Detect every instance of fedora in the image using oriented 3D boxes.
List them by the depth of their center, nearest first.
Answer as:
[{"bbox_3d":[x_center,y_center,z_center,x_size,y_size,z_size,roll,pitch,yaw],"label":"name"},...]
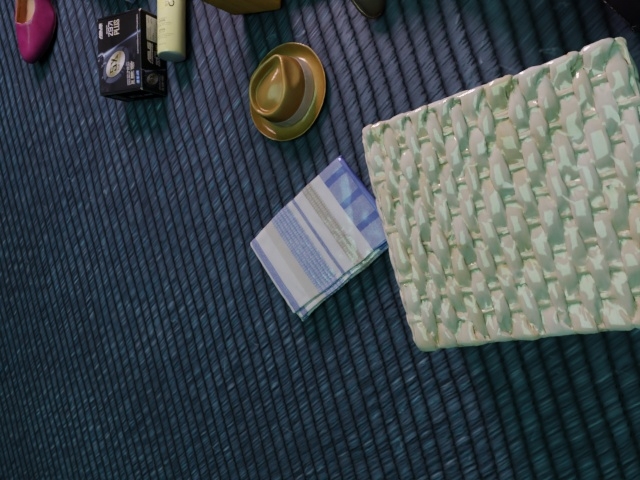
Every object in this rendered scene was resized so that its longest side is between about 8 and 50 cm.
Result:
[{"bbox_3d":[-0.083,-0.299,0.868,0.194,0.079,0.194,2,95,26],"label":"fedora"}]

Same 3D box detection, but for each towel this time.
[{"bbox_3d":[0.000,0.000,0.879,0.285,0.034,0.209,-42,73,22],"label":"towel"}]

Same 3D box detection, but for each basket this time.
[{"bbox_3d":[0.265,-0.037,0.613,0.328,0.266,0.331,-14,90,26],"label":"basket"}]

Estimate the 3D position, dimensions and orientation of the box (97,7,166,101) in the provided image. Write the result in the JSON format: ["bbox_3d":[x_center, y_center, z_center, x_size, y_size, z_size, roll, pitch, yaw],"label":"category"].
[{"bbox_3d":[-0.447,-0.434,1.042,0.147,0.077,0.180,4,97,27],"label":"box"}]

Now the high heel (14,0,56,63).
[{"bbox_3d":[-0.800,-0.671,1.143,0.127,0.181,0.377,16,101,25],"label":"high heel"}]

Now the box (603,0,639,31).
[{"bbox_3d":[0.379,-0.457,0.469,0.179,0.312,0.343,-7,92,46],"label":"box"}]

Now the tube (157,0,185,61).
[{"bbox_3d":[-0.339,-0.533,0.992,0.070,0.062,0.240,1,90,-14],"label":"tube"}]

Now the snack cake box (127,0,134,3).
[{"bbox_3d":[-0.527,-0.715,1.053,0.264,0.089,0.152,43,113,17],"label":"snack cake box"}]

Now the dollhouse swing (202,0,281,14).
[{"bbox_3d":[-0.116,-0.633,0.756,0.304,0.315,0.347,4,96,37],"label":"dollhouse swing"}]

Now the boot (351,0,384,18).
[{"bbox_3d":[0.072,-0.490,0.727,0.082,0.106,0.219,-24,109,-8],"label":"boot"}]
